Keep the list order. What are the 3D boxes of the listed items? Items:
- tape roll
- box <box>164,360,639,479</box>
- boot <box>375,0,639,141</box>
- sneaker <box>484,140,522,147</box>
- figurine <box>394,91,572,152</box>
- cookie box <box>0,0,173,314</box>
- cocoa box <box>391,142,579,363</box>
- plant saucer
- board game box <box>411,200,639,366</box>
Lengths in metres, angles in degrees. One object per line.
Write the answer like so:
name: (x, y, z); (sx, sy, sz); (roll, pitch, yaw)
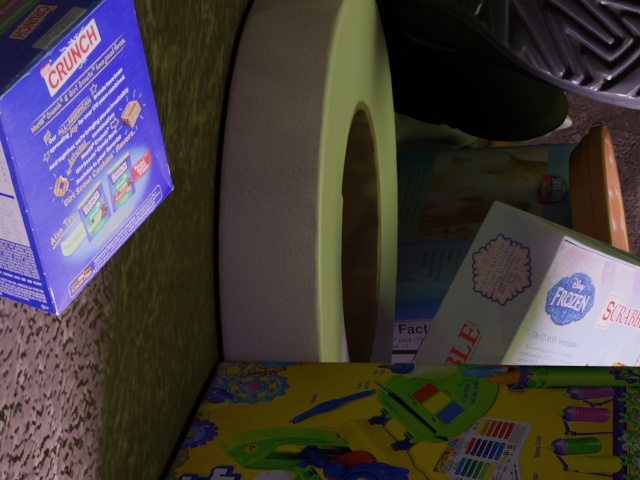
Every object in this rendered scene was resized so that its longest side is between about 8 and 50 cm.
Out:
tape roll: (0.000, 0.000, 1.227); (0.392, 0.072, 0.392); (1, 90, -80)
box: (0.051, 0.208, 0.935); (0.290, 0.279, 0.177); (-66, 154, -64)
boot: (0.176, -0.167, 1.463); (0.146, 0.367, 0.445); (-57, 164, -8)
sneaker: (0.146, -0.021, 1.824); (0.290, 0.123, 0.106); (-48, -166, 41)
figurine: (0.180, -0.112, 1.838); (0.215, 0.209, 0.092); (69, 23, -63)
cookie box: (-0.105, -0.042, 0.653); (0.092, 0.040, 0.107); (-52, 147, -41)
cocoa box: (0.148, 0.073, 1.592); (0.347, 0.231, 0.228); (-70, 154, -62)
plant saucer: (0.253, -0.004, 1.478); (0.200, 0.037, 0.200); (-8, 90, -75)
board game box: (0.149, 0.145, 1.255); (0.318, 0.066, 0.318); (17, 102, -60)
